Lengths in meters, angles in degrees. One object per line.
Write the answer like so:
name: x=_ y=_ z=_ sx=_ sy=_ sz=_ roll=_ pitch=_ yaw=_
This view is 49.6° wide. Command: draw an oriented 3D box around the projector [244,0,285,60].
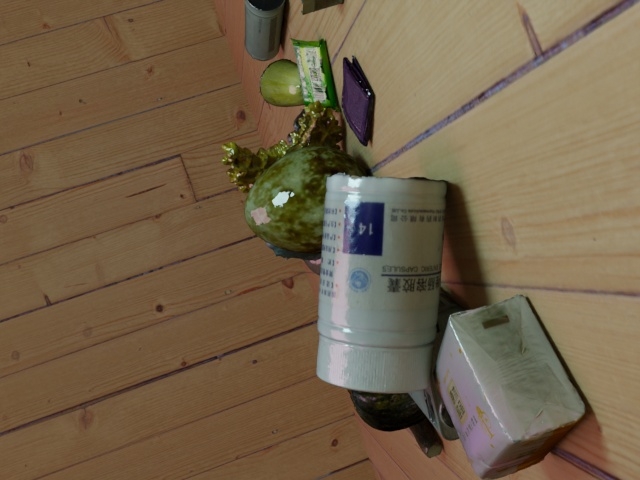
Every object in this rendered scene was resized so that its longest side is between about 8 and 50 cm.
projector: x=-0.155 y=-0.600 z=1.894 sx=0.337 sy=0.108 sz=0.108 roll=132 pitch=119 yaw=-81

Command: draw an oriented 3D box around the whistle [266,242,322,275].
whistle: x=0.000 y=0.000 z=1.722 sx=0.348 sy=0.189 sz=0.189 roll=9 pitch=-128 yaw=-52

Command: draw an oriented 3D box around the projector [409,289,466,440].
projector: x=0.213 y=0.208 z=1.281 sx=0.198 sy=0.108 sz=0.250 roll=-132 pitch=26 yaw=-71

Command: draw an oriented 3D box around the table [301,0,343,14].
table: x=-0.004 y=-0.466 z=1.261 sx=0.079 sy=0.083 sz=0.062 roll=101 pitch=149 yaw=-76

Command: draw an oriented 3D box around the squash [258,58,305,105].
squash: x=-0.072 y=-0.394 z=1.740 sx=0.287 sy=0.137 sz=0.137 roll=-140 pitch=32 yaw=-69

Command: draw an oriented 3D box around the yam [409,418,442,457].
yam: x=0.241 y=0.460 z=1.826 sx=0.274 sy=0.061 sz=0.061 roll=-124 pitch=17 yaw=-59

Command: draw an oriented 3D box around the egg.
egg: x=-0.025 y=-0.083 z=1.536 sx=0.238 sy=0.289 sz=0.238 roll=159 pitch=90 yaw=-80

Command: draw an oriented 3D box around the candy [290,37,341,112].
candy: x=-0.013 y=-0.376 z=1.583 sx=0.102 sy=0.032 sz=0.178 roll=15 pitch=129 yaw=40

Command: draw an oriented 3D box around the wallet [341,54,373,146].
wallet: x=0.072 y=-0.274 z=1.382 sx=0.166 sy=0.030 sz=0.111 roll=88 pitch=162 yaw=-62

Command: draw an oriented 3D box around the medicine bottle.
medicine bottle: x=0.093 y=0.065 z=1.088 sx=0.190 sy=0.190 sz=0.332 roll=-152 pitch=65 yaw=-78

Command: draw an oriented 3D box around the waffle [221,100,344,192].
waffle: x=-0.077 y=-0.190 z=1.638 sx=0.260 sy=0.293 sz=0.069 roll=62 pitch=-176 yaw=-60

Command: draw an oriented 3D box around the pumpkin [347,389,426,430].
pumpkin: x=0.141 y=0.287 z=1.625 sx=0.320 sy=0.192 sz=0.320 roll=163 pitch=90 yaw=-81

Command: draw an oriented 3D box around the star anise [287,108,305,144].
star anise: x=-0.031 y=-0.243 z=1.980 sx=0.230 sy=0.081 sz=0.262 roll=51 pitch=158 yaw=39

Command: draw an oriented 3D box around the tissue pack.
tissue pack: x=0.250 y=0.212 z=0.966 sx=0.225 sy=0.124 sz=0.185 roll=86 pitch=166 yaw=-60
